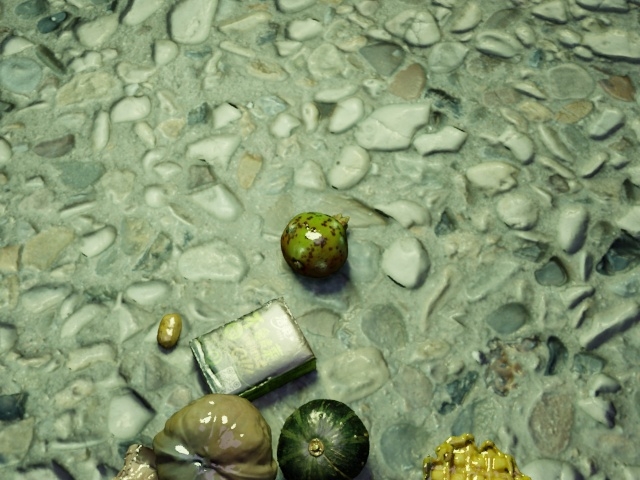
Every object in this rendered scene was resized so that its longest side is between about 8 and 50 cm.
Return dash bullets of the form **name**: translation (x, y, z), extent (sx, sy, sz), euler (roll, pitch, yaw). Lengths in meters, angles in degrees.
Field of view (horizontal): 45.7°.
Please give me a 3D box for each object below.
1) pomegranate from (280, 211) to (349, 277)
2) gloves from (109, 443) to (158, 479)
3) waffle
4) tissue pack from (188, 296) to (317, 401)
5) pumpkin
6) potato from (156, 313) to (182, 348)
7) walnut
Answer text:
- **pomegranate**: translation (0.000, 0.000, 1.742), extent (0.159, 0.159, 0.205), euler (30, 41, 16)
- **gloves**: translation (-0.371, 0.482, 1.514), extent (0.110, 0.094, 0.144), euler (44, 46, -3)
- **waffle**: translation (0.303, 0.528, 1.492), extent (0.262, 0.060, 0.280), euler (-36, 66, -17)
- **tissue pack**: translation (-0.147, 0.248, 1.646), extent (0.236, 0.073, 0.173), euler (-26, 64, -13)
- **pumpkin**: translation (0.003, 0.410, 1.513), extent (0.190, 0.146, 0.190), euler (0, 64, 0)
- **potato**: translation (-0.336, 0.201, 1.694), extent (0.051, 0.040, 0.083), euler (16, 63, -4)
- **walnut**: translation (-0.199, 0.419, 1.467), extent (0.249, 0.248, 0.248), euler (0, 61, 1)
